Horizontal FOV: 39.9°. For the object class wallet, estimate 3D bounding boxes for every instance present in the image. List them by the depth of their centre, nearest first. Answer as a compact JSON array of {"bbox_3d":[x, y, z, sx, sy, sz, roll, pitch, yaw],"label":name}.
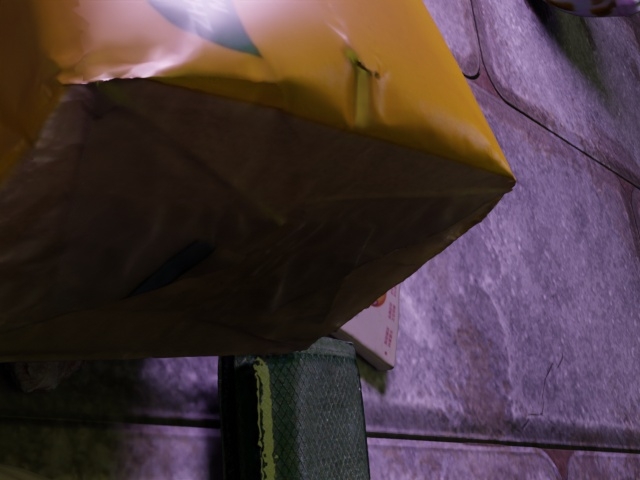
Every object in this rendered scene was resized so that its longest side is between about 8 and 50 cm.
[{"bbox_3d":[-0.012,0.190,0.673,0.160,0.055,0.236,15,67,-52],"label":"wallet"}]

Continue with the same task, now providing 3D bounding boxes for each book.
[{"bbox_3d":[0.000,0.000,0.813,0.232,0.022,0.162,39,45,-34],"label":"book"}]

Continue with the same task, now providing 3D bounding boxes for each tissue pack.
[{"bbox_3d":[-0.106,-0.143,0.501,0.293,0.228,0.382,8,52,-47],"label":"tissue pack"}]

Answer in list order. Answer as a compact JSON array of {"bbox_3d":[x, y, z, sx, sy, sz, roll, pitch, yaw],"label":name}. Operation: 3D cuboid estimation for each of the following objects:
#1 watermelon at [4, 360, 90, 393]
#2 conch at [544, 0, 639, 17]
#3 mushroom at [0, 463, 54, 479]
[{"bbox_3d":[-0.154,0.032,0.560,0.187,0.071,0.139,30,55,-42],"label":"watermelon"},{"bbox_3d":[0.399,-0.528,1.469,0.249,0.197,0.368,78,-5,-76],"label":"conch"},{"bbox_3d":[-0.147,0.209,0.289,0.356,0.315,0.315,-20,88,-48],"label":"mushroom"}]
